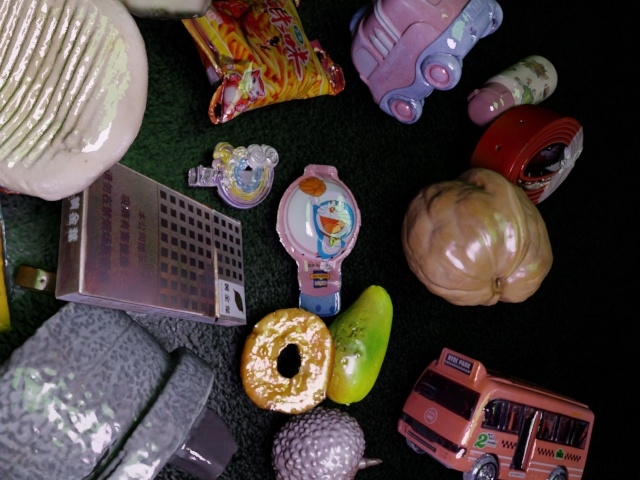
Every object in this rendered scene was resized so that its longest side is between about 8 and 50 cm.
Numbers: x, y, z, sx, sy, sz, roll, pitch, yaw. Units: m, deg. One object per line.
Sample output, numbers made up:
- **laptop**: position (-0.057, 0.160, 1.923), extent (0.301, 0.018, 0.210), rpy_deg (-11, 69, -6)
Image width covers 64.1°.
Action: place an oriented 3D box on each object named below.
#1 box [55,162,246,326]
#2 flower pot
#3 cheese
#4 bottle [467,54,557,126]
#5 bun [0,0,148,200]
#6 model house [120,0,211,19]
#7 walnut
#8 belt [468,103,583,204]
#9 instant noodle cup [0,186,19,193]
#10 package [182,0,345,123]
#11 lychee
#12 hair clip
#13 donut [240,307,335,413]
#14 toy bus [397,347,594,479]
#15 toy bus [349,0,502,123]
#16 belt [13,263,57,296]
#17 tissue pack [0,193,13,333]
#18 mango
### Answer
- **box**: position (-0.213, 0.016, 0.719), extent (0.325, 0.047, 0.180), rpy_deg (29, 51, -60)
- **flower pot**: position (-0.284, 0.243, 0.666), extent (0.283, 0.299, 0.299), rpy_deg (42, 67, -11)
- **cheese**: position (0.000, 0.000, 0.958), extent (0.189, 0.074, 0.285), rpy_deg (2, 88, -31)
- **bottle**: position (0.456, -0.352, 1.236), extent (0.253, 0.120, 0.120), rpy_deg (-34, 107, -28)
- **bun**: position (-0.284, -0.159, 0.520), extent (0.231, 0.133, 0.230), rpy_deg (-1, 99, -8)
- **model house**: position (-0.318, -0.554, 0.619), extent (0.446, 0.394, 0.399), rpy_deg (5, 45, -12)
- **walnut**: position (0.313, -0.006, 1.047), extent (0.297, 0.285, 0.284), rpy_deg (-5, 92, -13)
- **belt**: position (0.495, -0.201, 1.203), extent (0.324, 0.115, 0.227), rpy_deg (-22, 132, -32)
- **instant noodle cup**: position (-0.381, -0.191, 0.650), extent (0.252, 0.190, 0.250), rpy_deg (1, 88, -32)
- **package**: position (-0.110, -0.331, 0.883), extent (0.288, 0.109, 0.223), rpy_deg (-26, 97, -38)
- **lychee**: position (0.011, 0.379, 0.898), extent (0.198, 0.165, 0.165), rpy_deg (20, 76, 4)
- **hair clip**: position (-0.143, -0.112, 0.892), extent (0.172, 0.049, 0.115), rpy_deg (-5, 105, -41)
- **donut**: position (-0.056, 0.208, 0.895), extent (0.162, 0.065, 0.178), rpy_deg (19, 77, -3)
- **toy bus**: position (0.388, 0.396, 1.102), extent (0.427, 0.203, 0.232), rpy_deg (23, 85, -31)
- **toy bus**: position (0.174, -0.391, 0.976), extent (0.232, 0.294, 0.197), rpy_deg (40, 69, -7)
- **belt**: position (-0.384, 0.058, 0.720), extent (0.083, 0.059, 0.035), rpy_deg (23, 77, -42)
- **tissue pack**: position (-0.516, 0.034, 0.590), extent (0.271, 0.134, 0.192), rpy_deg (-7, 93, -32)
- **mango**: position (0.066, 0.193, 0.973), extent (0.125, 0.111, 0.232), rpy_deg (29, 75, -35)
